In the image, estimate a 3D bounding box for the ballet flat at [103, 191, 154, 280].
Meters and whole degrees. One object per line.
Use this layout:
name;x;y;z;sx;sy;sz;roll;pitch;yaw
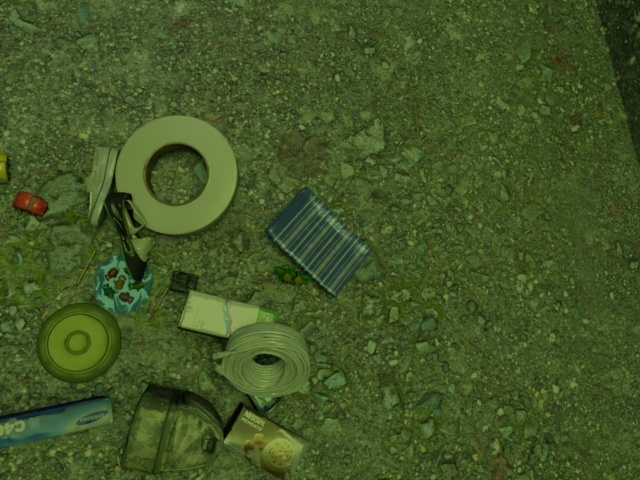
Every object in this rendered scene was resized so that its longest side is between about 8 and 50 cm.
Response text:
ballet flat;-0.571;-0.016;1.695;0.096;0.095;0.281;-17;98;6

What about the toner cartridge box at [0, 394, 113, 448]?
toner cartridge box;-0.766;0.501;1.528;0.347;0.165;0.075;-5;82;-30

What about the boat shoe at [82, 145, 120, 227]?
boat shoe;-0.699;-0.173;1.743;0.088;0.096;0.268;10;76;-10

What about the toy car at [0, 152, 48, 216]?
toy car;-0.984;-0.128;1.672;0.225;0.053;0.239;-39;92;-19

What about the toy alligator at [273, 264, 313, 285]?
toy alligator;-0.077;0.131;1.896;0.189;0.056;0.051;16;121;-20

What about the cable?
cable;-0.157;0.352;1.622;0.257;0.089;0.257;-23;122;11

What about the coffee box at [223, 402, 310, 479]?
coffee box;-0.178;0.631;1.746;0.246;0.098;0.141;34;73;-8

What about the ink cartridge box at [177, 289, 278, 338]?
ink cartridge box;-0.292;0.248;1.728;0.278;0.201;0.117;16;76;-12

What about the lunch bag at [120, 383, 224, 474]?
lunch bag;-0.405;0.542;1.595;0.255;0.305;0.213;16;79;-9

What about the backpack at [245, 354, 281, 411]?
backpack;-0.162;0.442;1.777;0.173;0.117;0.158;-32;89;-20

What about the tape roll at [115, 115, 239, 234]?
tape roll;-0.458;-0.206;1.787;0.391;0.072;0.392;0;83;-4

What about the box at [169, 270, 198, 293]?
box;-0.438;0.136;1.789;0.083;0.018;0.067;11;55;-14

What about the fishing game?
fishing game;-0.615;0.134;1.741;0.264;0.041;0.189;31;75;-10

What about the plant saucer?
plant saucer;-0.728;0.308;1.678;0.240;0.037;0.241;3;80;-16

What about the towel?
towel;0.000;0.000;1.922;0.336;0.040;0.243;43;62;-5
